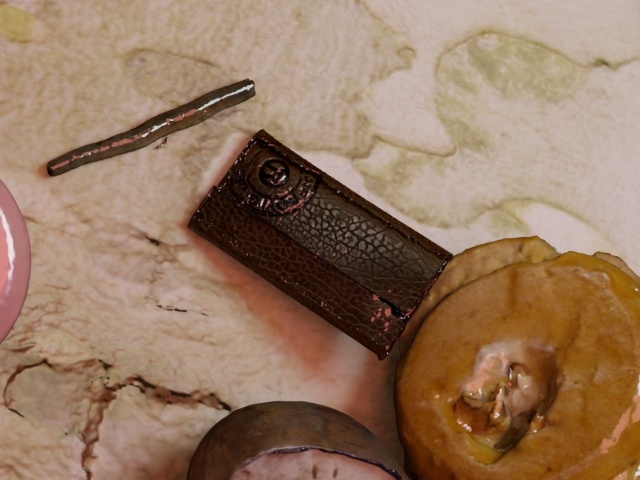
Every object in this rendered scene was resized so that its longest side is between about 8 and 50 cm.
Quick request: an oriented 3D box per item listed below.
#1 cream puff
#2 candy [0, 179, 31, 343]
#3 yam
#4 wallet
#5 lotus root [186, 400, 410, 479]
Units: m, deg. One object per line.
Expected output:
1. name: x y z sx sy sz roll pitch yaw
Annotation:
1. cream puff: 0.229 0.172 1.583 0.327 0.343 0.231 -47 141 1
2. candy: -0.395 0.013 1.459 0.255 0.094 0.255 2 83 -20
3. yam: -0.169 -0.111 1.594 0.234 0.029 0.027 -25 65 -19
4. wallet: 0.000 0.000 1.590 0.243 0.039 0.133 34 78 11
5. lotus root: -0.018 0.276 1.517 0.272 0.192 0.272 -5 112 -12
